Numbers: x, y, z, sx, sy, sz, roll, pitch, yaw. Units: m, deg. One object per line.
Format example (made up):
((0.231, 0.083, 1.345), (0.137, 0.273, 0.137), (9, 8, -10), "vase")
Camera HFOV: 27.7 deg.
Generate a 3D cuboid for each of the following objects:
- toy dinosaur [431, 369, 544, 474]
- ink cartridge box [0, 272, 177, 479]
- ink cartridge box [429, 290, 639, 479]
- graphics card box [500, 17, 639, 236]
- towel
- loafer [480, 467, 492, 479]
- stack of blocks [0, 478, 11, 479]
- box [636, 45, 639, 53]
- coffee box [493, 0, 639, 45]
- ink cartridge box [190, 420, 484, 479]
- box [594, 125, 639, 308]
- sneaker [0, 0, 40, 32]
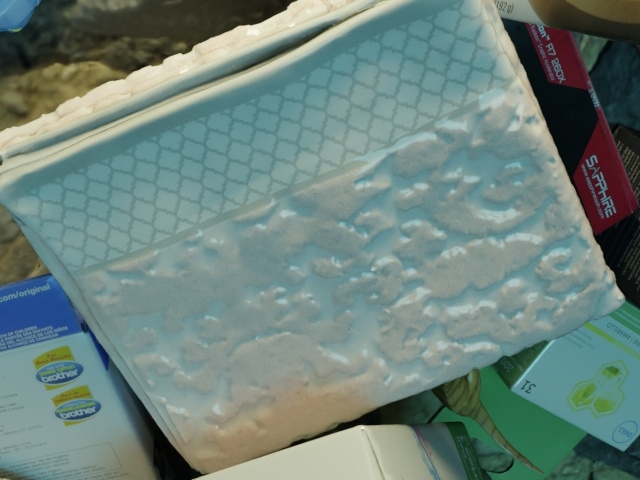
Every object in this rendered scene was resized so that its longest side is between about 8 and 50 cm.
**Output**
((0.114, 0.122, 1.078), (0.064, 0.112, 0.211), (-23, 146, 14), "toy dinosaur")
((-0.223, 0.148, 0.966), (0.186, 0.065, 0.311), (-14, 128, 5), "ink cartridge box")
((0.213, 0.148, 1.175), (0.171, 0.056, 0.235), (30, 104, -34), "ink cartridge box")
((0.032, -0.026, 0.967), (0.371, 0.094, 0.232), (-33, 127, -2), "graphics card box")
((0.000, 0.000, 0.843), (0.332, 0.053, 0.317), (-23, 128, 10), "towel")
((0.076, 0.313, 1.193), (0.251, 0.094, 0.087), (-40, 126, 8), "loafer")
((-0.289, 0.245, 0.940), (0.297, 0.087, 0.171), (25, 123, -17), "stack of blocks")
((0.332, -0.189, 0.974), (0.181, 0.119, 0.182), (-35, 126, 1), "box")
((0.128, -0.230, 0.789), (0.297, 0.119, 0.168), (12, 123, 0), "coffee box")
((0.002, 0.218, 0.974), (0.201, 0.117, 0.278), (-21, 166, 16), "ink cartridge box")
((0.321, 0.012, 1.038), (0.153, 0.207, 0.108), (13, 114, -28), "box")
((-0.248, -0.192, 0.751), (0.240, 0.091, 0.126), (24, 109, -33), "sneaker")
